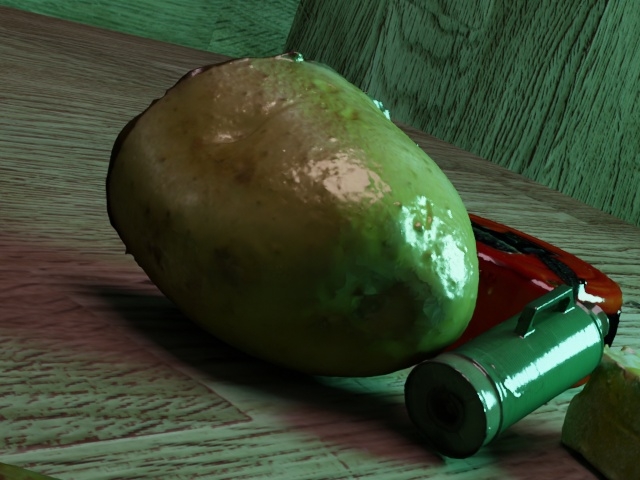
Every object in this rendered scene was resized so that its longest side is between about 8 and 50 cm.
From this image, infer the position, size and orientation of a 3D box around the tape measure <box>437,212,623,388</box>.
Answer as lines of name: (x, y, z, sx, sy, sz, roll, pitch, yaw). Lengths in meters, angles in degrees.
tape measure: (0.152, 0.043, 1.222, 0.253, 0.114, 0.260, 28, 14, 30)

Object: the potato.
potato: (0.000, 0.000, 0.966, 0.285, 0.242, 0.242, 33, 3, -33)

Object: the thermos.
thermos: (0.146, 0.085, 0.960, 0.187, 0.083, 0.073, -23, 9, -43)

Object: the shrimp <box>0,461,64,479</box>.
shrimp: (-0.117, 0.143, 0.507, 0.287, 0.063, 0.152, 23, 24, 10)

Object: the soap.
soap: (0.363, 0.179, 1.025, 0.315, 0.091, 0.199, 12, 13, -28)
